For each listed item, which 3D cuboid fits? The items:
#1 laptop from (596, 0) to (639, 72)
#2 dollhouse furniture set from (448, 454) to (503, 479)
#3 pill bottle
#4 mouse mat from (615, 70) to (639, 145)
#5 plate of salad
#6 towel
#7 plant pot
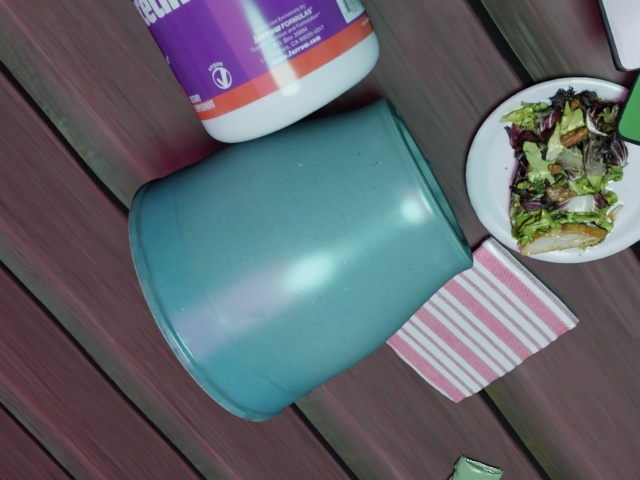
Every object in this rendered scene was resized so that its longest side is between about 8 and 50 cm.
[{"bbox_3d":[0.304,-0.328,0.336,0.407,0.236,0.382,-16,99,28],"label":"laptop"},{"bbox_3d":[0.241,0.353,0.905,0.151,0.059,0.076,18,123,8],"label":"dollhouse furniture set"},{"bbox_3d":[-0.090,-0.260,0.588,0.181,0.181,0.323,-19,111,27],"label":"pill bottle"},{"bbox_3d":[0.339,-0.128,0.531,0.189,0.007,0.153,33,110,46],"label":"mouse mat"},{"bbox_3d":[0.243,-0.059,0.673,0.199,0.048,0.200,9,121,15],"label":"plate of salad"},{"bbox_3d":[0.176,0.096,0.799,0.144,0.029,0.197,42,120,-8],"label":"towel"},{"bbox_3d":[0.000,0.000,0.677,0.255,0.272,0.272,-28,108,13],"label":"plant pot"}]
